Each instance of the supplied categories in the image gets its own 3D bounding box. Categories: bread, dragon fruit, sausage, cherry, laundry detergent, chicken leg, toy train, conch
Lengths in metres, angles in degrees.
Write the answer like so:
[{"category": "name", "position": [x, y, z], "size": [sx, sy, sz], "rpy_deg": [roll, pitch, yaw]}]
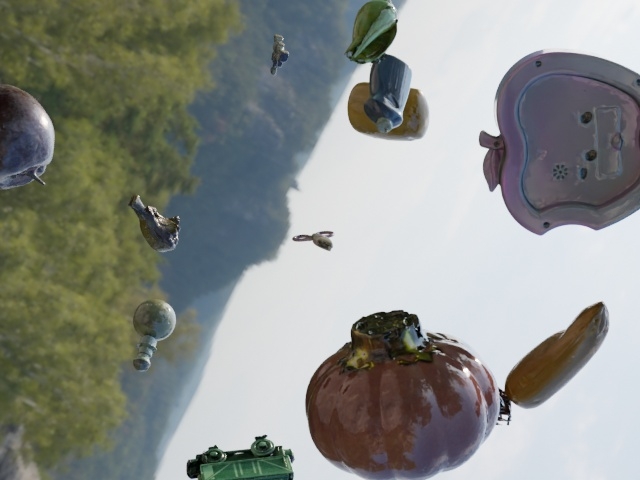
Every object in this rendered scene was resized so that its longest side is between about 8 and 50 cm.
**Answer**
[{"category": "bread", "position": [0.162, -0.314, 2.466], "size": [0.098, 0.217, 0.147], "rpy_deg": [-44, 133, -49]}, {"category": "dragon fruit", "position": [0.403, 0.401, 2.443], "size": [0.130, 0.142, 0.121], "rpy_deg": [-74, 172, -62]}, {"category": "sausage", "position": [0.558, 0.265, 2.302], "size": [0.134, 0.116, 0.354], "rpy_deg": [-20, 155, -41]}, {"category": "cherry", "position": [-0.575, -0.188, 1.814], "size": [0.195, 0.195, 0.195], "rpy_deg": [-61, -174, 11]}, {"category": "laundry detergent", "position": [0.147, -0.315, 2.185], "size": [0.061, 0.096, 0.206], "rpy_deg": [-44, -152, 48]}, {"category": "chicken leg", "position": [-0.372, -0.044, 2.239], "size": [0.093, 0.178, 0.070], "rpy_deg": [-46, -137, -10]}, {"category": "toy train", "position": [-0.189, 0.568, 2.420], "size": [0.154, 0.269, 0.115], "rpy_deg": [-112, -156, -50]}, {"category": "conch", "position": [0.114, -0.438, 2.054], "size": [0.079, 0.095, 0.201], "rpy_deg": [-25, -139, 59]}]

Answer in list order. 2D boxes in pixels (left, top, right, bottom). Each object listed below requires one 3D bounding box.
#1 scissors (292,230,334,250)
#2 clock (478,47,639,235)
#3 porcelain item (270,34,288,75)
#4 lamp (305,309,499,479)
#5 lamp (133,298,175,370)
[{"category": "scissors", "position": [0.000, 0.000, 1.905], "size": [0.176, 0.085, 0.022], "rpy_deg": [-149, -128, -74]}, {"category": "clock", "position": [0.443, -0.175, 1.765], "size": [0.338, 0.338, 0.102], "rpy_deg": [-61, 178, 16]}, {"category": "porcelain item", "position": [-0.094, -0.397, 2.178], "size": [0.136, 0.021, 0.075], "rpy_deg": [-106, -150, -61]}, {"category": "lamp", "position": [0.120, 0.232, 1.532], "size": [0.305, 0.305, 0.240], "rpy_deg": [-86, 165, -75]}, {"category": "lamp", "position": [-0.364, 0.204, 2.111], "size": [0.091, 0.091, 0.163], "rpy_deg": [125, -18, -51]}]
